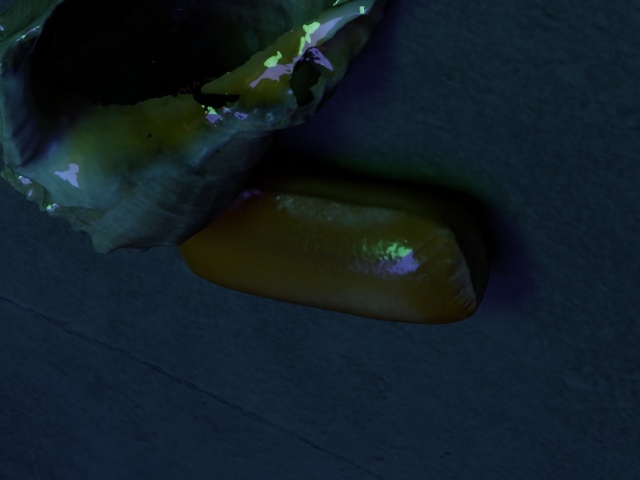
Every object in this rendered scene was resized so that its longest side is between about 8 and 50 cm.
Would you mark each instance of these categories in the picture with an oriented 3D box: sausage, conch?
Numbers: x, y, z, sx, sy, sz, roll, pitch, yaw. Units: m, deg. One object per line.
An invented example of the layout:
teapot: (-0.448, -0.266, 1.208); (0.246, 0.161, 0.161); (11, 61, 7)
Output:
sausage: (0.000, 0.001, 1.214); (0.274, 0.105, 0.105); (10, 130, 35)
conch: (-0.113, -0.133, 1.107); (0.324, 0.263, 0.186); (-42, 64, 14)
